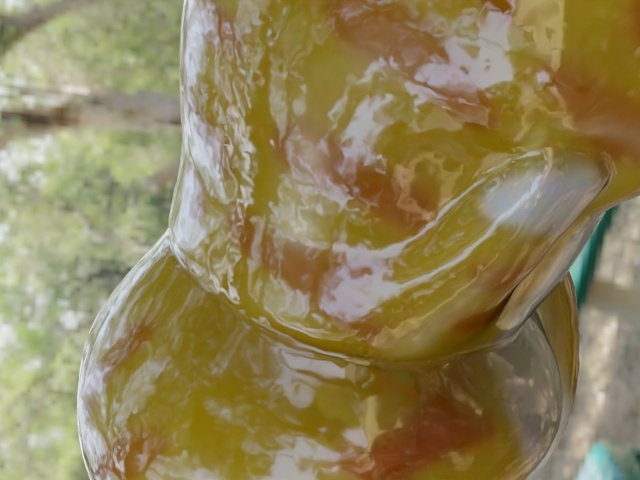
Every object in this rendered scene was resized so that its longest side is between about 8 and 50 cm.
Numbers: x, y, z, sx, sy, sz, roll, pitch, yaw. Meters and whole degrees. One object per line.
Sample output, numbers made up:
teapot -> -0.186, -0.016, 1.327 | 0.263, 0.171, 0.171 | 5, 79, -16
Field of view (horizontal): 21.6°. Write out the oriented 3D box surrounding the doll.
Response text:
doll -> 0.019, -0.005, 0.504 | 0.167, 0.162, 0.270 | -71, -5, -72
